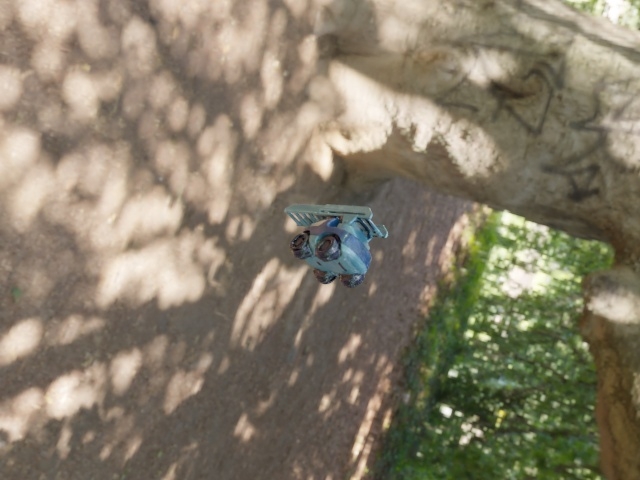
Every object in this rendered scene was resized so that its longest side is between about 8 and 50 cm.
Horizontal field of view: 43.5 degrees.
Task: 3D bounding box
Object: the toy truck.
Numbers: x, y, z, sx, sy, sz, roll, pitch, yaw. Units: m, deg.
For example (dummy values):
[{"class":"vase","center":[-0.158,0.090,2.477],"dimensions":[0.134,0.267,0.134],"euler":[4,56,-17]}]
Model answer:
[{"class":"toy truck","center":[0.000,0.000,0.821],"dimensions":[0.063,0.136,0.074],"euler":[49,62,-35]}]
